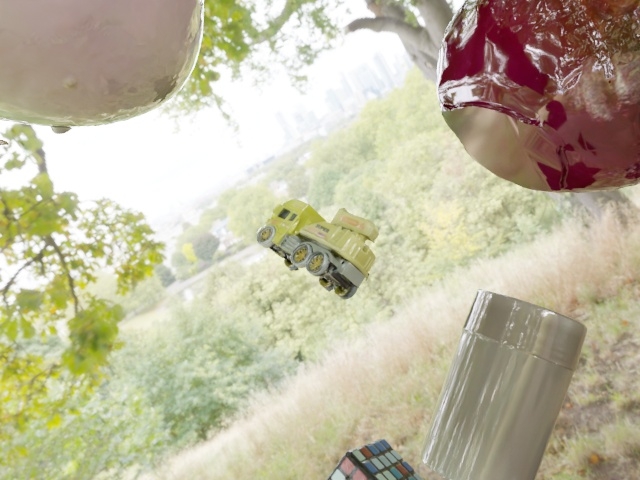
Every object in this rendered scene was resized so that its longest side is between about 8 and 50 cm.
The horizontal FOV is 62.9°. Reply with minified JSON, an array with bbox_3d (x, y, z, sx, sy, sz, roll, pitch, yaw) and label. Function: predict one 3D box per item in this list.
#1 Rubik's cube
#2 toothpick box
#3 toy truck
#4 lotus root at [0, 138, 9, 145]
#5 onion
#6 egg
[{"bbox_3d":[0.113,0.570,1.134,0.184,0.182,0.187,14,-69,-56],"label":"Rubik's cube"},{"bbox_3d":[0.179,0.149,0.515,0.180,0.111,0.111,-69,18,-5],"label":"toothpick box"},{"bbox_3d":[0.000,0.000,1.077,0.272,0.124,0.157,25,77,48],"label":"toy truck"},{"bbox_3d":[-0.255,-0.092,0.248,0.146,0.284,0.160,2,16,45],"label":"lotus root"},{"bbox_3d":[0.147,-0.126,0.314,0.139,0.218,0.195,-50,38,-7],"label":"onion"},{"bbox_3d":[-0.273,-0.270,0.517,0.355,0.340,0.354,-36,35,30],"label":"egg"}]
